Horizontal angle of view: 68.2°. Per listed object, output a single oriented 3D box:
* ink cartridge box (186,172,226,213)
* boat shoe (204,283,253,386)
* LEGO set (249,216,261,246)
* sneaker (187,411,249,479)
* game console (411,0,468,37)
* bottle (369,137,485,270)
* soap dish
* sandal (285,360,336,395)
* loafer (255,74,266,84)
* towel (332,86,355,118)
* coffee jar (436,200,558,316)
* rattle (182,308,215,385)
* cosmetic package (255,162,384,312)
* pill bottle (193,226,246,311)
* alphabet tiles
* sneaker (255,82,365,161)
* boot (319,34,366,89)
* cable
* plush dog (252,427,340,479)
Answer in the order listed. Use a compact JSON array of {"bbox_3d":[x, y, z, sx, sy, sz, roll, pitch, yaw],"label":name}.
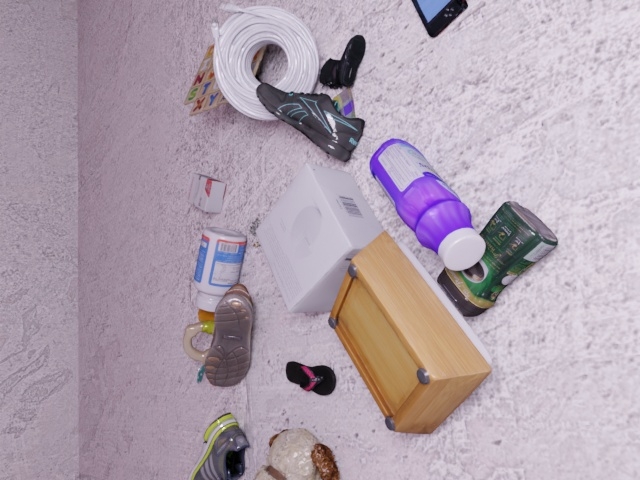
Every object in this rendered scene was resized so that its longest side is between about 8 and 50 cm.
[{"bbox_3d":[-0.358,-0.150,1.481,0.135,0.056,0.099,25,105,46],"label":"ink cartridge box"},{"bbox_3d":[-0.237,0.260,1.283,0.116,0.123,0.324,-91,17,-61],"label":"boat shoe"},{"bbox_3d":[-0.180,-0.023,1.295,0.054,0.023,0.083,-30,65,42],"label":"LEGO set"},{"bbox_3d":[-0.275,0.627,1.282,0.121,0.111,0.300,31,111,41],"label":"sneaker"},{"bbox_3d":[0.204,-0.475,0.864,0.124,0.085,0.144,-37,60,40],"label":"game console"},{"bbox_3d":[0.174,-0.066,0.789,0.092,0.118,0.283,-47,36,20],"label":"bottle"},{"bbox_3d":[0.132,0.165,0.817,0.291,0.118,0.229,57,146,33],"label":"soap dish"},{"bbox_3d":[-0.032,0.316,1.086,0.179,0.040,0.067,-5,82,48],"label":"sandal"},{"bbox_3d":[-0.237,-0.456,1.344,0.302,0.109,0.095,24,100,49],"label":"loafer"},{"bbox_3d":[0.053,-0.300,1.073,0.060,0.009,0.083,-21,71,44],"label":"towel"},{"bbox_3d":[0.271,0.034,0.746,0.184,0.079,0.096,-54,50,29],"label":"coffee jar"},{"bbox_3d":[-0.343,0.313,1.415,0.143,0.130,0.199,31,136,56],"label":"rattle"},{"bbox_3d":[0.000,0.000,1.007,0.224,0.138,0.224,-47,54,33],"label":"cosmetic package"},{"bbox_3d":[-0.289,0.082,1.332,0.124,0.124,0.221,25,104,46],"label":"pill bottle"},{"bbox_3d":[-0.254,-0.501,1.316,0.285,0.011,0.342,-5,60,38],"label":"alphabet tiles"},{"bbox_3d":[-0.022,-0.284,1.052,0.267,0.101,0.106,36,104,8],"label":"sneaker"},{"bbox_3d":[0.047,-0.401,1.067,0.099,0.045,0.121,28,104,53],"label":"boot"},{"bbox_3d":[-0.128,-0.420,1.129,0.257,0.089,0.257,5,106,5],"label":"cable"},{"bbox_3d":[-0.076,0.524,1.031,0.262,0.210,0.225,2,62,46],"label":"plush dog"}]
